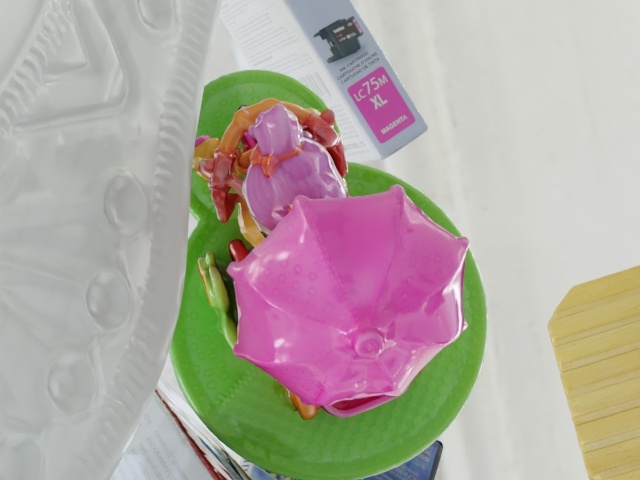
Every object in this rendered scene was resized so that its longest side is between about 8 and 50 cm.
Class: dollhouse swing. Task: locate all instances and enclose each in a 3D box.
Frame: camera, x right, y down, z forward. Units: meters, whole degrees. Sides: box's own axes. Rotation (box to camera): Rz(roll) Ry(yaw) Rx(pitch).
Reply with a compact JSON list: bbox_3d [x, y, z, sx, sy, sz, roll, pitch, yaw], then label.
[{"bbox_3d":[0.383,0.036,1.619,0.347,0.305,0.315,-97,0,-49],"label":"dollhouse swing"}]

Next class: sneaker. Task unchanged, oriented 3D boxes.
[{"bbox_3d":[-0.170,-0.015,0.640,0.130,0.236,0.323,38,-125,-41],"label":"sneaker"}]

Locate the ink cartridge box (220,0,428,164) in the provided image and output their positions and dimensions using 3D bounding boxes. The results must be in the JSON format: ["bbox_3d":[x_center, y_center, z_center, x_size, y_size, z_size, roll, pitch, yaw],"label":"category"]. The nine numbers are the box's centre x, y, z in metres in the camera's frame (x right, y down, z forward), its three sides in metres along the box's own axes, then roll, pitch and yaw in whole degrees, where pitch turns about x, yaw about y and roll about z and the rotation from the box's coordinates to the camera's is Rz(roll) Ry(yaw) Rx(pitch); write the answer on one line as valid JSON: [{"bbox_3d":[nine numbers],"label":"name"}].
[{"bbox_3d":[-0.036,-0.205,1.477,0.065,0.186,0.311,-37,-81,-15],"label":"ink cartridge box"}]

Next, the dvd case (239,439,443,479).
[{"bbox_3d":[-0.001,0.230,1.291,0.180,0.022,0.253,35,-120,-33],"label":"dvd case"}]

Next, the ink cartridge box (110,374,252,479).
[{"bbox_3d":[-0.039,0.199,0.761,0.130,0.309,0.272,-40,-71,-6],"label":"ink cartridge box"}]

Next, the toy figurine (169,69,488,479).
[{"bbox_3d":[0.000,0.000,0.616,0.130,0.159,0.173,-21,-97,-7],"label":"toy figurine"}]
